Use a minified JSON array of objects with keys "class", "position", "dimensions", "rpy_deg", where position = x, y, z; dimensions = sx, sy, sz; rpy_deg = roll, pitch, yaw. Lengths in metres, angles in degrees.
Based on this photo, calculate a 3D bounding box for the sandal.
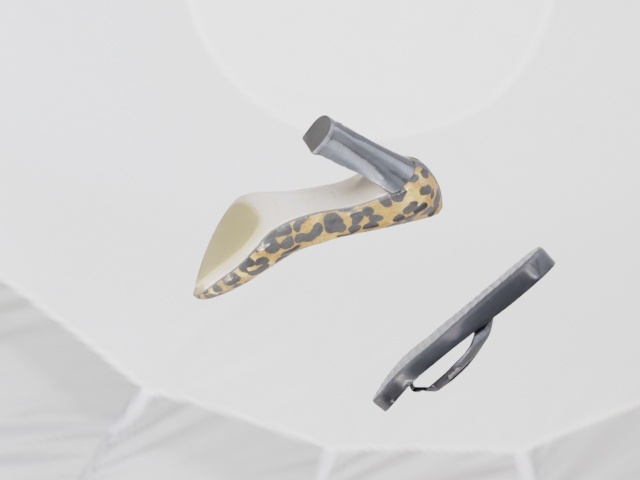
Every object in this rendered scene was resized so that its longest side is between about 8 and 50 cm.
[{"class":"sandal","position":[0.160,0.108,1.604],"dimensions":[0.254,0.054,0.097],"rpy_deg":[-41,180,10]}]

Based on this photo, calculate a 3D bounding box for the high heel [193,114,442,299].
[{"class":"high heel","position":[0.000,0.000,1.549],"dimensions":[0.261,0.186,0.093],"rpy_deg":[-47,-142,24]}]
